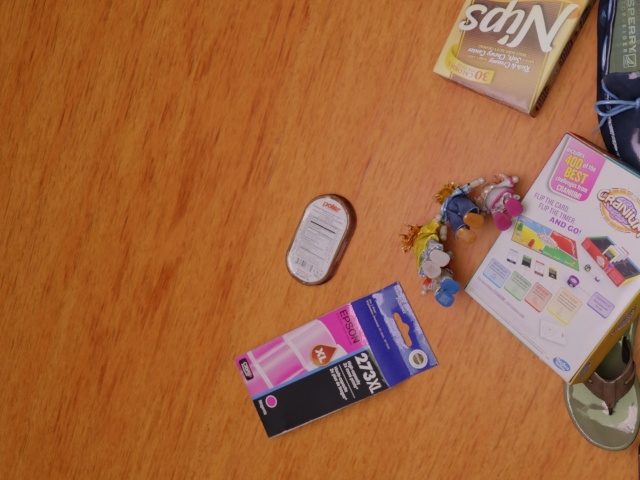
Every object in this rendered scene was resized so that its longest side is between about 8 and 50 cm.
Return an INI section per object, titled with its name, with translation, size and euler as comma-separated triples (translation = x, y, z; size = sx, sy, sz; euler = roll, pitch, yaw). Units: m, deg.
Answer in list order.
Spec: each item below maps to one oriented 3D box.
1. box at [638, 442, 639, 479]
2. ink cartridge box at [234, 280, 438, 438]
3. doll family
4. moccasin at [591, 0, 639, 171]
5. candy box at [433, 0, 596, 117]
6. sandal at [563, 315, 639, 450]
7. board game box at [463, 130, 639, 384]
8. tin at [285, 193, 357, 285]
[box]
translation = 0.598, 0.445, 1.063
size = 0.184, 0.059, 0.232
euler = -2, 92, 24
[ink cartridge box]
translation = 0.022, 0.234, 1.311
size = 0.371, 0.069, 0.175
euler = -28, 81, 20
[doll family]
translation = 0.220, -0.027, 1.164
size = 0.118, 0.163, 0.263
euler = 32, 107, -13
[moccasin]
translation = 0.477, -0.248, 1.055
size = 0.138, 0.117, 0.341
euler = -13, 88, 24
[candy box]
translation = 0.342, -0.386, 1.125
size = 0.183, 0.087, 0.316
euler = 30, 103, 20
[sandal]
translation = 0.454, 0.190, 1.101
size = 0.120, 0.086, 0.302
euler = 0, 92, 24
[board game box]
translation = 0.401, 0.026, 1.066
size = 0.242, 0.064, 0.316
euler = 47, 118, 37
[tin]
translation = 0.000, 0.000, 1.323
size = 0.106, 0.040, 0.189
euler = 27, 102, 16
